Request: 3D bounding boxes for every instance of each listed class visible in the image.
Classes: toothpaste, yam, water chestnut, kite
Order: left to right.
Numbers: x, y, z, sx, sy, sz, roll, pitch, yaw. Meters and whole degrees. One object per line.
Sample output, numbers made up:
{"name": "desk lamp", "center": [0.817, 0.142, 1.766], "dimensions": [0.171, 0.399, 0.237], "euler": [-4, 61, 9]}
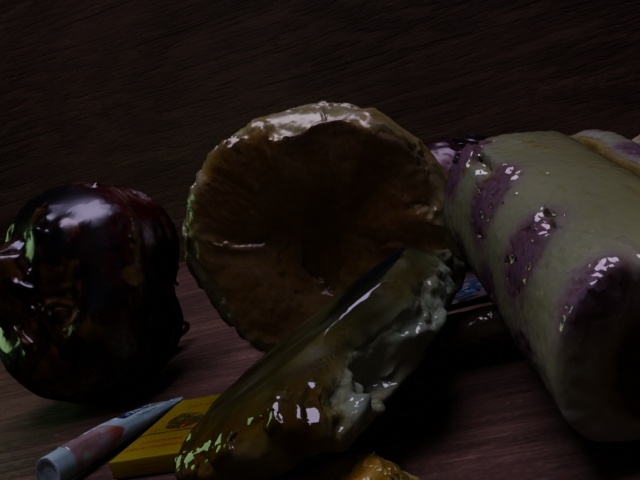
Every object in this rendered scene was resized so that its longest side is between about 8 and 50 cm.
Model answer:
{"name": "water chestnut", "center": [-0.368, 0.068, 1.013], "dimensions": [0.335, 0.335, 0.347], "euler": [-12, -20, 36]}
{"name": "toothpaste", "center": [-0.236, 0.220, 0.794], "dimensions": [0.056, 0.036, 0.205], "euler": [-13, 3, 25]}
{"name": "kite", "center": [0.162, 0.083, 1.064], "dimensions": [0.335, 0.011, 0.314], "euler": [-20, 6, -35]}
{"name": "yam", "center": [0.232, 0.075, 0.707], "dimensions": [0.299, 0.066, 0.066], "euler": [-16, 6, 9]}

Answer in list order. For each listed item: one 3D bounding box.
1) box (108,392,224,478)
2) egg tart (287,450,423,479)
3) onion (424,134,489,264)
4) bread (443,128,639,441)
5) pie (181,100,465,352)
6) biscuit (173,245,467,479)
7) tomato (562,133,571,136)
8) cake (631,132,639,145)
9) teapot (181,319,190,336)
{"name": "box", "center": [-0.147, 0.204, 0.746], "dimensions": [0.087, 0.023, 0.155], "euler": [-17, 6, 20]}
{"name": "egg tart", "center": [0.017, 0.174, 0.451], "dimensions": [0.130, 0.052, 0.130], "euler": [-16, 3, 1]}
{"name": "onion", "center": [0.254, -0.061, 1.216], "dimensions": [0.281, 0.221, 0.281], "euler": [7, -12, 1]}
{"name": "bread", "center": [0.226, 0.014, 0.571], "dimensions": [0.187, 0.155, 0.338], "euler": [-4, 21, -2]}
{"name": "pie", "center": [0.000, 0.000, 0.795], "dimensions": [0.339, 0.339, 0.083], "euler": [-15, 5, 17]}
{"name": "biscuit", "center": [0.008, 0.105, 0.599], "dimensions": [0.329, 0.078, 0.335], "euler": [-36, 0, -3]}
{"name": "tomato", "center": [0.282, -0.036, 0.879], "dimensions": [0.208, 0.208, 0.184], "euler": [-20, -6, -29]}
{"name": "cake", "center": [0.433, -0.059, 0.777], "dimensions": [0.246, 0.135, 0.112], "euler": [-9, -15, -21]}
{"name": "teapot", "center": [-0.305, 0.161, 1.220], "dimensions": [0.116, 0.116, 0.173], "euler": [-12, -14, 36]}
